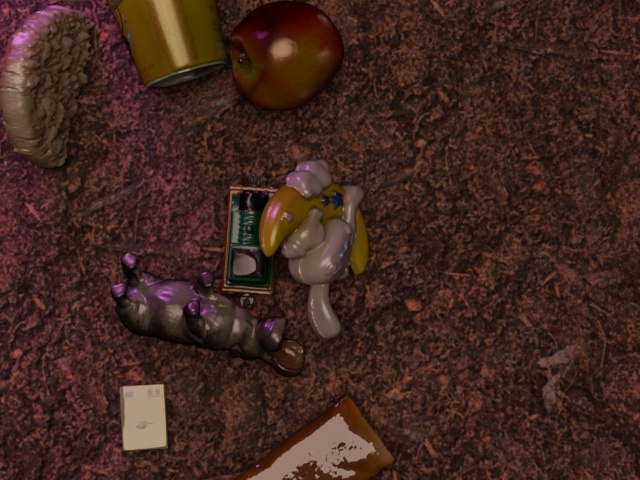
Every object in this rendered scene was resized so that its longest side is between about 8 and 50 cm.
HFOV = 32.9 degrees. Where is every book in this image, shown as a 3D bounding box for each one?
[{"bbox_3d":[-0.301,0.302,1.847,0.077,0.014,0.110,-3,85,0],"label":"book"}]

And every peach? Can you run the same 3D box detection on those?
[{"bbox_3d":[-0.052,-0.317,1.830,0.197,0.197,0.197,0,85,-2],"label":"peach"}]

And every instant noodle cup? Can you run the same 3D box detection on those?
[{"bbox_3d":[-0.259,-0.389,1.827,0.216,0.215,0.236,-18,95,-3],"label":"instant noodle cup"}]

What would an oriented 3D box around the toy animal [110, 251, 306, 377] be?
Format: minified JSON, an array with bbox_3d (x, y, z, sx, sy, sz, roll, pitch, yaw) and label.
[{"bbox_3d":[-0.182,0.132,1.788,0.343,0.168,0.106,20,59,1],"label":"toy animal"}]

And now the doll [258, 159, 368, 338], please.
[{"bbox_3d":[0.000,0.000,1.799,0.237,0.111,0.252,50,50,-35],"label":"doll"}]

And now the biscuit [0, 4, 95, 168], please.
[{"bbox_3d":[-0.472,-0.278,1.823,0.084,0.179,0.281,6,77,20],"label":"biscuit"}]

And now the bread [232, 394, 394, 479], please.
[{"bbox_3d":[-0.060,0.418,1.813,0.361,0.077,0.138,-36,88,-4],"label":"bread"}]

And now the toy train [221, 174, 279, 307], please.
[{"bbox_3d":[-0.117,0.000,1.818,0.091,0.136,0.227,5,87,-1],"label":"toy train"}]
